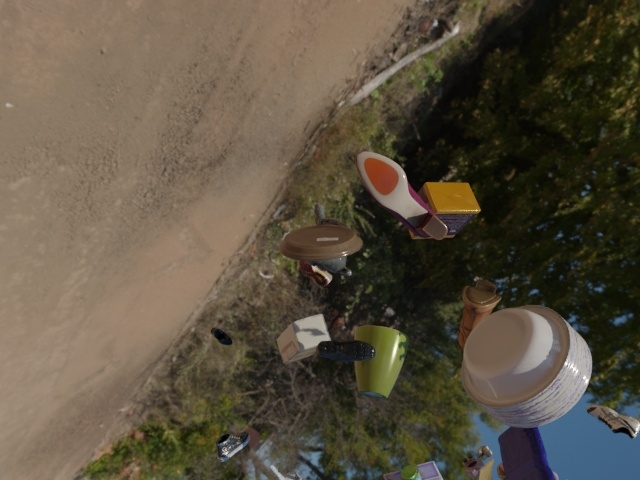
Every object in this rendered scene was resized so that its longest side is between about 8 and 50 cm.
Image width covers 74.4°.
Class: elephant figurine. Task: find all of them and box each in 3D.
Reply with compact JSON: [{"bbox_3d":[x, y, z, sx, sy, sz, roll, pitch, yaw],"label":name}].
[{"bbox_3d":[0.044,-0.010,1.576,0.169,0.186,0.239,-11,-128,65],"label":"elephant figurine"}]

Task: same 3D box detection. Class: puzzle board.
[{"bbox_3d":[0.548,0.794,1.414,0.128,0.011,0.096,6,93,-48],"label":"puzzle board"}]

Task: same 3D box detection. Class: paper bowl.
[{"bbox_3d":[0.459,0.275,0.996,0.284,0.148,0.284,-43,-166,14],"label":"paper bowl"}]

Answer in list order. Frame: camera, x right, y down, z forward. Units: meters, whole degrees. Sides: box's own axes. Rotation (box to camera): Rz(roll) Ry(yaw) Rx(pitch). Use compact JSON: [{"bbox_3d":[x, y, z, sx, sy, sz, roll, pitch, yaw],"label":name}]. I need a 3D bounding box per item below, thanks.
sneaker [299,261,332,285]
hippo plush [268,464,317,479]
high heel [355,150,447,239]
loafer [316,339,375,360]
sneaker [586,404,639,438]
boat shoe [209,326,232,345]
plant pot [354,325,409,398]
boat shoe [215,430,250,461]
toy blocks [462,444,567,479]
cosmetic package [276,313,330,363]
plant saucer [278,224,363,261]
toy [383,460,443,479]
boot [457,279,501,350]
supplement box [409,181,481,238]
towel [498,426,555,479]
[{"bbox_3d":[-0.031,0.172,2.397,0.093,0.225,0.088,-23,149,-54],"label":"sneaker"},{"bbox_3d":[-0.091,1.049,1.633,0.294,0.235,0.236,74,27,-51],"label":"hippo plush"},{"bbox_3d":[0.237,-0.139,1.347,0.127,0.377,0.181,-43,-168,2],"label":"high heel"},{"bbox_3d":[0.094,0.415,1.587,0.078,0.224,0.076,108,-14,-61],"label":"loafer"},{"bbox_3d":[0.538,0.334,0.779,0.037,0.083,0.031,-49,131,-29],"label":"sneaker"},{"bbox_3d":[-0.460,0.454,1.975,0.042,0.133,0.048,4,-127,50],"label":"boat shoe"},{"bbox_3d":[0.277,0.601,2.041,0.274,0.275,0.293,113,-8,-59],"label":"plant pot"},{"bbox_3d":[-0.369,0.849,1.795,0.065,0.083,0.183,-4,-171,30],"label":"boat shoe"},{"bbox_3d":[0.803,0.985,1.697,0.289,0.308,0.260,-36,170,-3],"label":"toy blocks"},{"bbox_3d":[-0.082,0.450,1.900,0.153,0.129,0.296,-11,157,-23],"label":"cosmetic package"},{"bbox_3d":[0.000,0.000,1.391,0.278,0.278,0.041,-34,126,-55],"label":"plant saucer"},{"bbox_3d":[0.266,0.675,1.046,0.137,0.237,0.056,-25,-177,14],"label":"toy"},{"bbox_3d":[0.477,0.250,1.326,0.283,0.109,0.219,-17,122,-68],"label":"boot"},{"bbox_3d":[0.452,-0.110,1.599,0.192,0.128,0.194,-2,150,-20],"label":"supplement box"},{"bbox_3d":[0.772,0.840,1.560,0.308,0.077,0.227,-83,-169,-51],"label":"towel"}]
